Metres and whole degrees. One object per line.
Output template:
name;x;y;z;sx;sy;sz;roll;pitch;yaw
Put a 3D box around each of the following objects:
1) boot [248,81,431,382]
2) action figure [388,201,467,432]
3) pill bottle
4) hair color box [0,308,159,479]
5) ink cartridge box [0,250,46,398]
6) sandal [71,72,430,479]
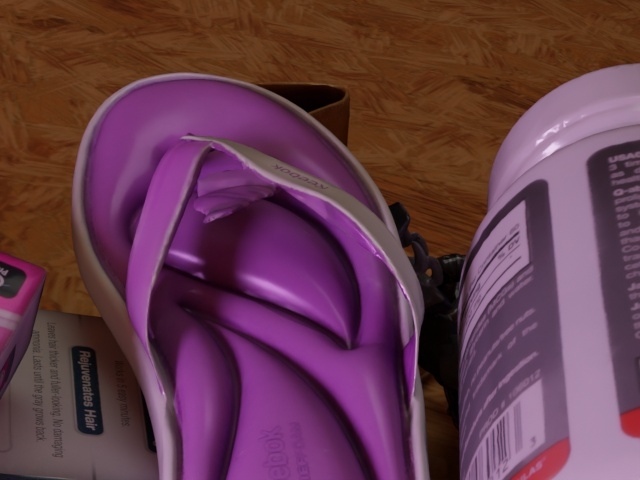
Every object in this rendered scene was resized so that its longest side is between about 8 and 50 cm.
boot;-0.001;0.000;1.185;0.295;0.211;0.104;-7;31;-42
action figure;0.082;0.067;1.123;0.285;0.099;0.185;37;4;-41
pill bottle;0.171;0.071;0.892;0.210;0.210;0.363;12;34;-4
hair color box;-0.153;0.118;0.954;0.347;0.105;0.174;8;25;-14
ink cartridge box;-0.265;0.117;0.759;0.175;0.069;0.371;22;47;0
sandal;-0.024;0.027;0.900;0.169;0.102;0.416;-9;44;-12
